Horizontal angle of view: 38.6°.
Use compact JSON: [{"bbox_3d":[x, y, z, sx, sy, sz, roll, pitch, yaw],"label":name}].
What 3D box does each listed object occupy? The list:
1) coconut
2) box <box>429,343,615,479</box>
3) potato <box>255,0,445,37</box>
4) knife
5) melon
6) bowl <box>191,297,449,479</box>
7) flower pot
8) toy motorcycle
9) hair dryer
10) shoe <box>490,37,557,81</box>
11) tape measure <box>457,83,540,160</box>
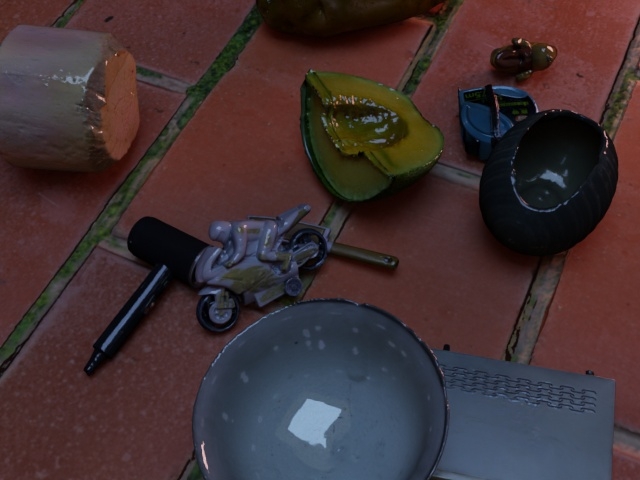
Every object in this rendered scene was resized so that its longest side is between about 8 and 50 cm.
[{"bbox_3d":[-0.426,-0.225,1.450,0.244,0.239,0.239,7,55,9],"label":"coconut"},{"bbox_3d":[0.243,0.245,1.195,0.270,0.045,0.210,8,55,9],"label":"box"},{"bbox_3d":[0.065,-0.471,1.647,0.369,0.176,0.195,-8,28,-7],"label":"potato"},{"bbox_3d":[0.000,0.001,1.393,0.256,0.022,0.046,14,63,18],"label":"knife"},{"bbox_3d":[0.085,-0.149,1.445,0.169,0.129,0.265,-11,48,-32],"label":"melon"},{"bbox_3d":[0.009,0.243,1.141,0.313,0.146,0.313,-6,53,8],"label":"bowl"},{"bbox_3d":[0.336,-0.085,1.353,0.189,0.157,0.243,29,63,19],"label":"flower pot"},{"bbox_3d":[-0.099,0.025,1.320,0.229,0.151,0.074,-34,15,-14],"label":"toy motorcycle"},{"bbox_3d":[-0.274,0.082,1.330,0.128,0.070,0.255,28,65,21],"label":"hair dryer"},{"bbox_3d":[0.347,-0.310,1.569,0.109,0.072,0.069,14,18,7],"label":"shoe"},{"bbox_3d":[0.290,-0.194,1.481,0.125,0.081,0.146,-4,55,4],"label":"tape measure"}]
